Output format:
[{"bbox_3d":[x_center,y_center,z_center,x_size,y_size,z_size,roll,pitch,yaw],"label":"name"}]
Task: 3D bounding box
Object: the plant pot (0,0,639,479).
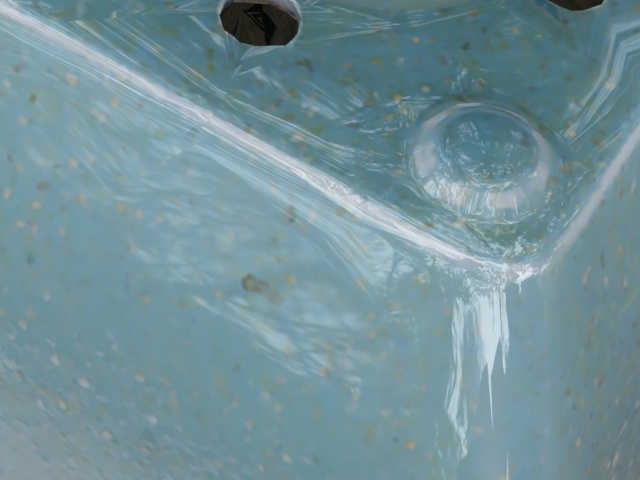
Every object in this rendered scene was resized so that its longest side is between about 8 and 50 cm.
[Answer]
[{"bbox_3d":[0.000,0.000,0.491,0.248,0.252,0.247,29,54,13],"label":"plant pot"}]
